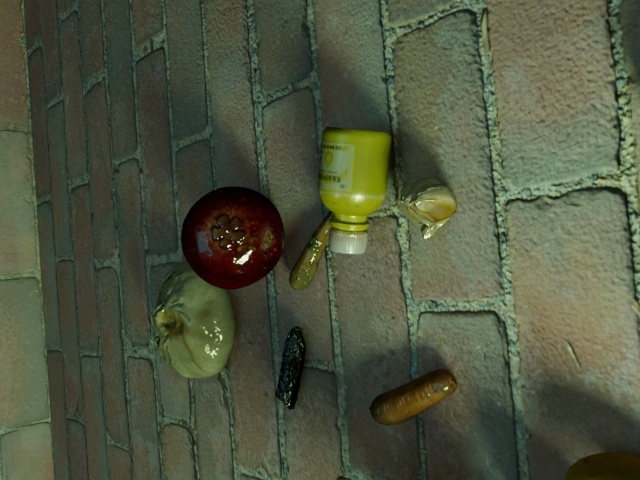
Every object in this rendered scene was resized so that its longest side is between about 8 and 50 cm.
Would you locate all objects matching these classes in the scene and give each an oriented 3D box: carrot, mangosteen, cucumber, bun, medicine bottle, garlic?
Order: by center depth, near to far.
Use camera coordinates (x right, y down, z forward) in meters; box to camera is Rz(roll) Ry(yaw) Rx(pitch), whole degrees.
[{"bbox_3d":[0.166,-0.062,1.070,0.113,0.094,0.074,-24,42,48],"label":"garlic"},{"bbox_3d":[0.155,0.264,1.120,0.186,0.060,0.060,-36,65,41],"label":"carrot"},{"bbox_3d":[0.055,-0.086,1.167,0.121,0.121,0.213,15,104,49],"label":"medicine bottle"},{"bbox_3d":[0.000,0.000,1.305,0.049,0.049,0.255,50,123,36],"label":"carrot"},{"bbox_3d":[-0.059,0.261,1.383,0.053,0.053,0.182,24,108,47],"label":"cucumber"},{"bbox_3d":[-0.182,-0.004,1.417,0.257,0.215,0.215,133,130,-84],"label":"mangosteen"},{"bbox_3d":[-0.323,0.199,1.621,0.287,0.146,0.288,9,101,50],"label":"bun"}]

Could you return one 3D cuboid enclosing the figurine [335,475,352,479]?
[{"bbox_3d":[0.136,0.515,0.951,0.241,0.411,0.306,92,-168,-47],"label":"figurine"}]

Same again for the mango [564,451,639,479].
[{"bbox_3d":[0.388,0.323,0.805,0.178,0.115,0.090,43,165,44],"label":"mango"}]
